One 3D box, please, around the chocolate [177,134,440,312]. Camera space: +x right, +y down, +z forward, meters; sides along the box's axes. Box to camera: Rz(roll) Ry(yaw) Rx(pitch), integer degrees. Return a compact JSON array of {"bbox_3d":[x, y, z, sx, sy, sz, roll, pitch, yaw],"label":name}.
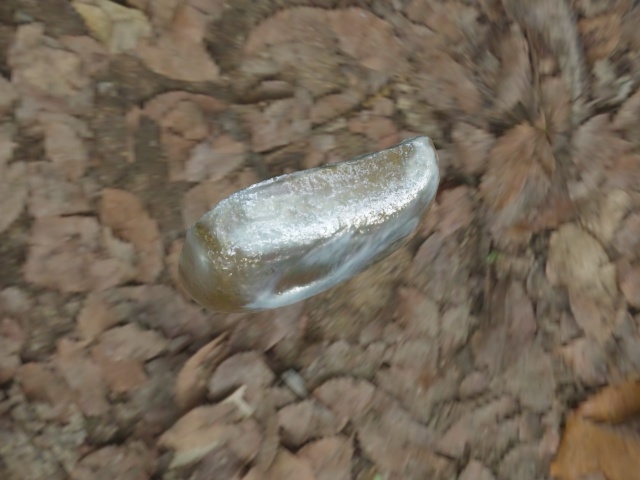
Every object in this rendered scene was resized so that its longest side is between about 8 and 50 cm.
[{"bbox_3d":[0.001,0.000,1.712,0.254,0.157,0.080,-19,66,-20],"label":"chocolate"}]
